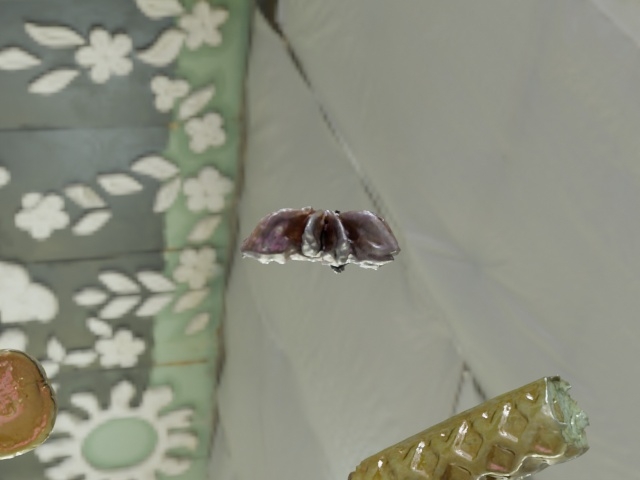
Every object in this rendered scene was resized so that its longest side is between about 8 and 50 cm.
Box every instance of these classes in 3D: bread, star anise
[{"bbox_3d":[0.144,0.225,1.281,0.087,0.269,0.098,50,26,-28],"label":"bread"},{"bbox_3d":[-0.311,0.161,1.221,0.024,0.110,0.110,159,-73,-72],"label":"bread"},{"bbox_3d":[0.000,0.000,1.763,0.229,0.236,0.093,1,-91,58],"label":"star anise"}]
